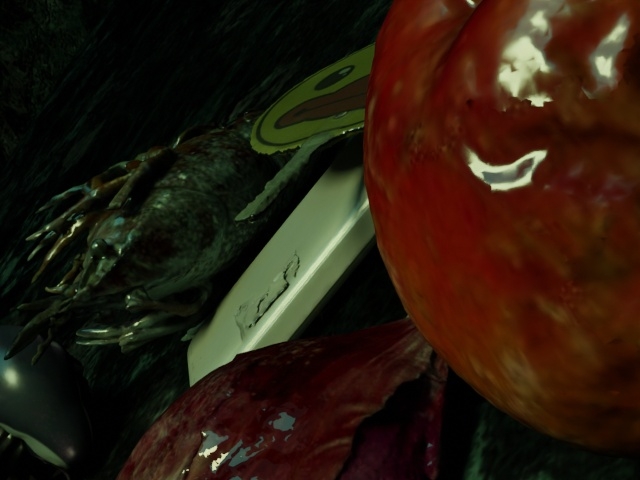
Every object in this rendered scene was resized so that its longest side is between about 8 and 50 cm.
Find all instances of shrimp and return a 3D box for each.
[{"bbox_3d":[-0.114,0.014,1.220,0.137,0.172,0.372,-3,29,48],"label":"shrimp"}]

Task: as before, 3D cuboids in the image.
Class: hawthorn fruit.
[{"bbox_3d":[0.109,-0.061,0.609,0.242,0.272,0.242,-41,15,13],"label":"hawthorn fruit"}]

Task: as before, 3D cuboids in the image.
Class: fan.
[{"bbox_3d":[0.030,-0.097,1.095,0.229,0.011,0.335,-14,23,37],"label":"fan"}]

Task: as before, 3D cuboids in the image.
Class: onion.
[{"bbox_3d":[-0.031,0.127,0.856,0.283,0.120,0.227,-55,23,-6],"label":"onion"}]

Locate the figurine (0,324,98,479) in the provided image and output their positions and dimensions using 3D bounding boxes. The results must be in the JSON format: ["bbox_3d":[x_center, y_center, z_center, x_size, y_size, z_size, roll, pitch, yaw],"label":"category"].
[{"bbox_3d":[-0.258,0.143,1.362,0.222,0.145,0.145,-21,37,61],"label":"figurine"}]

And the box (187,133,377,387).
[{"bbox_3d":[0.000,0.000,1.127,0.285,0.044,0.142,-51,16,9],"label":"box"}]
